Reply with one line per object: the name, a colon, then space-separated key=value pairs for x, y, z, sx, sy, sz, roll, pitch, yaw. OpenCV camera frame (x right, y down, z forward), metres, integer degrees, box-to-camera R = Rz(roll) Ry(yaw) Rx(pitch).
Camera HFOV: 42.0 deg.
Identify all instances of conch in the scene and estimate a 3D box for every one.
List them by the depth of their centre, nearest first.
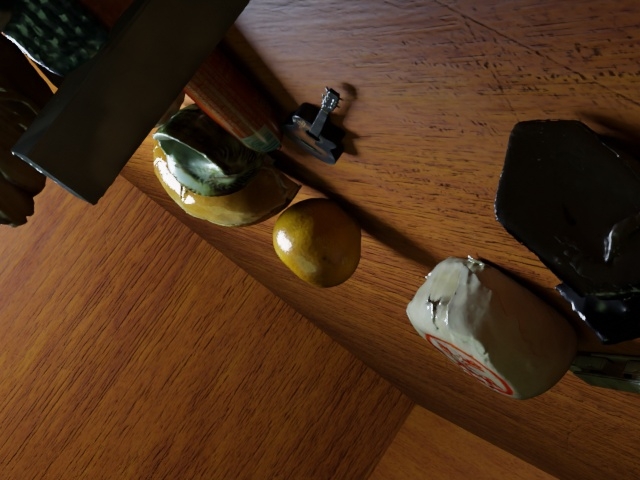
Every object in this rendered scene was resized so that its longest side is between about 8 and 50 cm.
conch: x=-0.167 y=-0.143 z=1.232 sx=0.181 sy=0.124 sz=0.187 roll=-3 pitch=154 yaw=46

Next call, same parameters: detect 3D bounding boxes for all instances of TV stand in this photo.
TV stand: x=-0.196 y=-0.171 z=0.855 sx=0.088 sy=0.269 sz=0.083 roll=41 pitch=167 yaw=-32
TV stand: x=0.418 y=0.189 z=1.203 sx=0.036 sy=0.042 sz=0.249 roll=32 pitch=170 yaw=-8

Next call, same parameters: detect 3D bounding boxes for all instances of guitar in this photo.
guitar: x=0.000 y=-0.148 z=1.032 sx=0.088 sy=0.025 sz=0.233 roll=35 pitch=168 yaw=-2

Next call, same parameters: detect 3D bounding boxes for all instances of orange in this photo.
orange: x=0.000 y=0.000 z=1.386 sx=0.159 sy=0.136 sz=0.159 roll=45 pitch=-177 yaw=-3

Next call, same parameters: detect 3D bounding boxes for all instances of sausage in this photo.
sausage: x=-0.126 y=-0.191 z=1.082 sx=0.083 sy=0.083 sz=0.264 roll=25 pitch=168 yaw=42

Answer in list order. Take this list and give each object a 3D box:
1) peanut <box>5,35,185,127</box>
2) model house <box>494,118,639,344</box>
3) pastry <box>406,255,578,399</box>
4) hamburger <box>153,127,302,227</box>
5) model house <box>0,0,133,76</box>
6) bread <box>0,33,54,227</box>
peanut: x=-0.320 y=-0.281 z=1.091 sx=0.340 sy=0.158 sz=0.174 roll=45 pitch=-164 yaw=-27
model house: x=0.246 y=-0.009 z=0.715 sx=0.203 sy=0.141 sz=0.164 roll=52 pitch=-159 yaw=26
pastry: x=0.248 y=0.131 z=1.236 sx=0.265 sy=0.133 sz=0.265 roll=36 pitch=173 yaw=5
hamburger: x=-0.172 y=-0.106 z=1.390 sx=0.283 sy=0.156 sz=0.144 roll=32 pitch=169 yaw=26
model house: x=-0.272 y=-0.253 z=0.706 sx=0.184 sy=0.291 sz=0.253 roll=18 pitch=161 yaw=43
bread: x=-0.439 y=-0.189 z=1.026 sx=0.324 sy=0.167 sz=0.277 roll=57 pitch=168 yaw=-26
